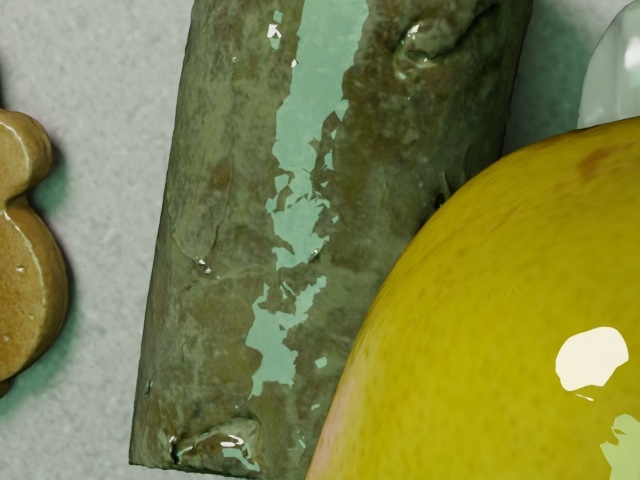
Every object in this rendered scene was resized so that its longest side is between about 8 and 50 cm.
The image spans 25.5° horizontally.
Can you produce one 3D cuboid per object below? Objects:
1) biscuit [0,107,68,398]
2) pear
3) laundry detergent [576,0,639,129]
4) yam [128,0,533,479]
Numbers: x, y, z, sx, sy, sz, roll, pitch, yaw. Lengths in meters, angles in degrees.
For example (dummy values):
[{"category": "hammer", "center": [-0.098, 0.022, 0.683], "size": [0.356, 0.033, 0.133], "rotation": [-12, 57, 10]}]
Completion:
[{"category": "biscuit", "center": [-0.219, -0.013, 0.837], "size": [0.166, 0.036, 0.225], "rotation": [-18, 95, 24]}, {"category": "pear", "center": [0.136, 0.109, 0.546], "size": [0.285, 0.285, 0.336], "rotation": [18, 98, 18]}, {"category": "laundry detergent", "center": [0.255, -0.074, 0.605], "size": [0.290, 0.094, 0.143], "rotation": [3, 104, 21]}, {"category": "yam", "center": [0.000, 0.000, 0.687], "size": [0.168, 0.168, 0.304], "rotation": [14, 102, 19]}]
